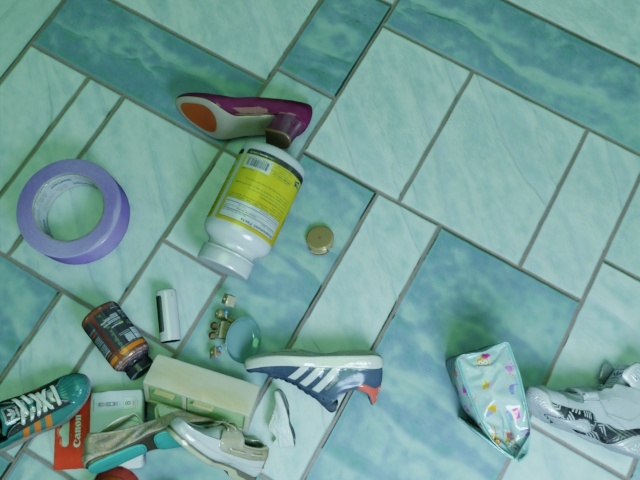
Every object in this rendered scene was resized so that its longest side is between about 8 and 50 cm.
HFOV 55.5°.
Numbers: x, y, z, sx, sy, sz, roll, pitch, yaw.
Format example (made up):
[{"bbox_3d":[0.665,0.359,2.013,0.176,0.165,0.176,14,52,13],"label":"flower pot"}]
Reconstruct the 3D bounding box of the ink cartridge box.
[{"bbox_3d":[-0.552,0.473,1.515,0.232,0.066,0.189,-2,75,-6],"label":"ink cartridge box"}]

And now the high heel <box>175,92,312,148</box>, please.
[{"bbox_3d":[-0.216,-0.369,1.737,0.377,0.127,0.181,21,47,9],"label":"high heel"}]

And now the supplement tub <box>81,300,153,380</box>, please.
[{"bbox_3d":[-0.509,0.258,1.544,0.106,0.106,0.198,-39,79,-10],"label":"supplement tub"}]

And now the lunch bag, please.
[{"bbox_3d":[0.410,0.390,1.462,0.160,0.223,0.262,-17,78,1],"label":"lunch bag"}]

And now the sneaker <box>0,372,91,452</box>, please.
[{"bbox_3d":[-0.710,0.421,1.480,0.302,0.121,0.108,-32,71,-5],"label":"sneaker"}]

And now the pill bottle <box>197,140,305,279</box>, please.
[{"bbox_3d":[-0.186,-0.074,1.594,0.188,0.188,0.334,23,77,5],"label":"pill bottle"}]

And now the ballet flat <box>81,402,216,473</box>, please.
[{"bbox_3d":[-0.410,0.451,1.455,0.316,0.107,0.106,-12,50,-19],"label":"ballet flat"}]

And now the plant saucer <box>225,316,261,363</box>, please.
[{"bbox_3d":[-0.202,0.255,1.562,0.021,0.119,0.119,-1,70,43],"label":"plant saucer"}]

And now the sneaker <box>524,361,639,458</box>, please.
[{"bbox_3d":[0.675,0.381,1.500,0.366,0.137,0.210,25,73,-9],"label":"sneaker"}]

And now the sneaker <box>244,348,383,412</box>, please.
[{"bbox_3d":[-0.019,0.353,1.520,0.350,0.131,0.148,1,89,6],"label":"sneaker"}]

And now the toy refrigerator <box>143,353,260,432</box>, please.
[{"bbox_3d":[-0.293,0.382,1.501,0.269,0.102,0.094,17,47,3],"label":"toy refrigerator"}]

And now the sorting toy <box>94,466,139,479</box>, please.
[{"bbox_3d":[-0.378,0.651,1.415,0.365,0.126,0.127,19,97,1],"label":"sorting toy"}]

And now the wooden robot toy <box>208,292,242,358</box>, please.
[{"bbox_3d":[-0.239,0.230,1.589,0.079,0.076,0.173,19,72,-32],"label":"wooden robot toy"}]

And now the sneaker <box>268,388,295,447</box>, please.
[{"bbox_3d":[-0.103,0.446,1.514,0.061,0.054,0.152,-10,94,6],"label":"sneaker"}]

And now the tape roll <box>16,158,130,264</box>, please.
[{"bbox_3d":[-0.662,-0.077,1.639,0.275,0.090,0.275,0,75,-2],"label":"tape roll"}]

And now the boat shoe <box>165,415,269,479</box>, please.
[{"bbox_3d":[-0.235,0.470,1.424,0.113,0.302,0.103,22,70,46],"label":"boat shoe"}]

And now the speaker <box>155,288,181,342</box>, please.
[{"bbox_3d":[-0.397,0.199,1.588,0.055,0.055,0.136,-8,76,-3],"label":"speaker"}]

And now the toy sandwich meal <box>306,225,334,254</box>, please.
[{"bbox_3d":[0.000,0.000,1.660,0.085,0.029,0.085,-3,66,6],"label":"toy sandwich meal"}]
